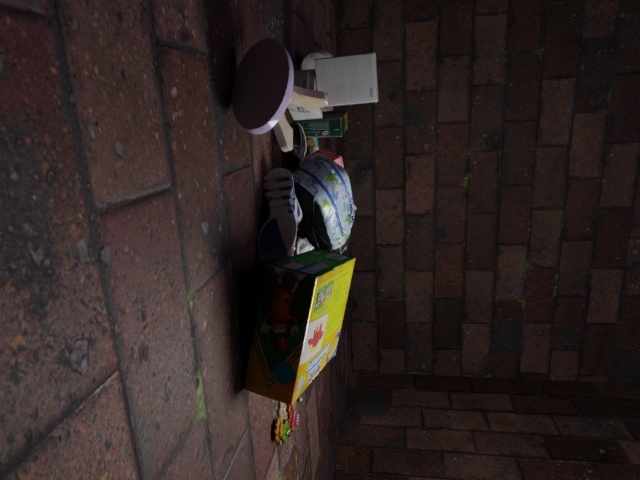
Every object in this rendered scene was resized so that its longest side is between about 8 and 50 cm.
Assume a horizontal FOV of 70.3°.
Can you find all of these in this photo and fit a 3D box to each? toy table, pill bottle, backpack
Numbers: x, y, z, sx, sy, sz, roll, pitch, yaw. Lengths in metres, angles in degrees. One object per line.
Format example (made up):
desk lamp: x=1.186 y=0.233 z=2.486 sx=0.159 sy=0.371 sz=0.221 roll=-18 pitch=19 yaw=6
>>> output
toy table: x=-0.125 y=-0.383 z=1.232 sx=0.161 sy=0.252 sz=0.274 roll=34 pitch=64 yaw=-58
pill bottle: x=0.004 y=-0.765 z=2.095 sx=0.323 sy=0.181 sz=0.182 roll=-48 pitch=136 yaw=-77
backpack: x=-0.008 y=-0.141 z=1.707 sx=0.273 sy=0.290 sz=0.355 roll=-45 pitch=146 yaw=-5

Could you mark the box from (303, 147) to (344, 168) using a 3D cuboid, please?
box: x=0.025 y=-0.245 z=2.070 sx=0.154 sy=0.142 sz=0.300 roll=34 pitch=-32 yaw=46

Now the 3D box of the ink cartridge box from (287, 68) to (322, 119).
ink cartridge box: x=-0.067 y=-0.581 z=1.823 sx=0.176 sy=0.127 sz=0.128 roll=50 pitch=40 yaw=-75

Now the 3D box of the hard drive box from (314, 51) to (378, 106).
hard drive box: x=0.103 y=-0.616 z=1.758 sx=0.089 sy=0.232 sz=0.181 roll=-59 pitch=146 yaw=-72

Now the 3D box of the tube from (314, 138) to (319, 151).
tube: x=-0.036 y=-0.504 z=2.269 sx=0.080 sy=0.052 sz=0.207 roll=-32 pitch=116 yaw=-84

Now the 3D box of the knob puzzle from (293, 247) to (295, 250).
knob puzzle: x=-0.112 y=0.000 z=1.724 sx=0.213 sy=0.030 sz=0.213 roll=174 pitch=-90 yaw=-89

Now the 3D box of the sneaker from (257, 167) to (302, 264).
sneaker: x=-0.116 y=-0.062 z=1.511 sx=0.182 sy=0.127 sz=0.316 roll=61 pitch=28 yaw=-66

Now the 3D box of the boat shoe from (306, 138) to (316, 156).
boat shoe: x=-0.042 y=-0.433 z=2.202 sx=0.045 sy=0.050 sz=0.135 roll=-85 pitch=171 yaw=-59

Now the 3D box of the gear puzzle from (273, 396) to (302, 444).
gear puzzle: x=-0.120 y=0.662 z=1.708 sx=0.339 sy=0.044 sz=0.176 roll=33 pitch=58 yaw=-79

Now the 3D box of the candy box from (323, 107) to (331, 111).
candy box: x=0.019 y=-0.731 z=2.521 sx=0.196 sy=0.070 sz=0.165 roll=63 pitch=28 yaw=-69

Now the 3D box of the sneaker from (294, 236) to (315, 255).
sneaker: x=-0.035 y=0.004 z=1.990 sx=0.112 sy=0.131 sz=0.296 roll=76 pitch=18 yaw=-61

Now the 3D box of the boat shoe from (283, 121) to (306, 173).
boat shoe: x=-0.101 y=-0.342 z=1.747 sx=0.079 sy=0.084 sz=0.233 roll=9 pitch=83 yaw=-81

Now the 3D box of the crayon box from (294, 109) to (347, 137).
crayon box: x=0.015 y=-0.534 z=2.081 sx=0.323 sy=0.203 sz=0.083 roll=-68 pitch=156 yaw=-66

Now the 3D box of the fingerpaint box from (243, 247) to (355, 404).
fingerpaint box: x=-0.050 y=0.238 z=1.434 sx=0.445 sy=0.163 sz=0.371 roll=-17 pitch=119 yaw=-71
